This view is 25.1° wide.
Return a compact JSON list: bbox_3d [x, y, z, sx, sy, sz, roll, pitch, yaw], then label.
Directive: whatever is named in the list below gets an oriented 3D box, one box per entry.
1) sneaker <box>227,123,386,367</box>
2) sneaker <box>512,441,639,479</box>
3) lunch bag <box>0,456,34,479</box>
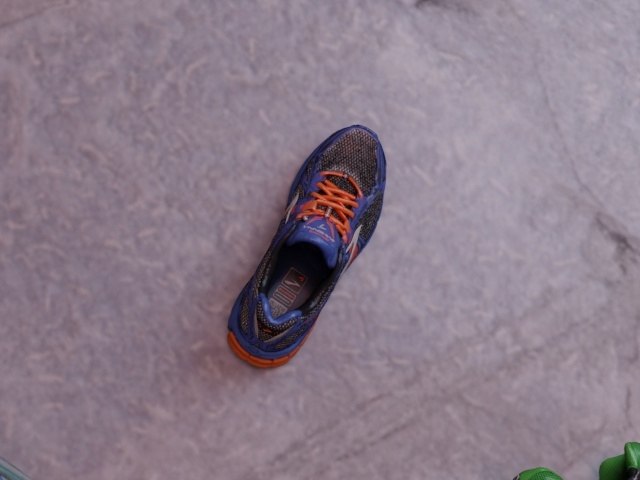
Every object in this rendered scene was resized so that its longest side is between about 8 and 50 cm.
[{"bbox_3d":[0.000,0.000,1.168,0.083,0.087,0.221,25,71,-4],"label":"sneaker"},{"bbox_3d":[0.148,0.268,1.111,0.344,0.134,0.146,-20,72,-25],"label":"sneaker"},{"bbox_3d":[-0.316,0.232,1.001,0.279,0.108,0.224,30,69,13],"label":"lunch bag"}]
